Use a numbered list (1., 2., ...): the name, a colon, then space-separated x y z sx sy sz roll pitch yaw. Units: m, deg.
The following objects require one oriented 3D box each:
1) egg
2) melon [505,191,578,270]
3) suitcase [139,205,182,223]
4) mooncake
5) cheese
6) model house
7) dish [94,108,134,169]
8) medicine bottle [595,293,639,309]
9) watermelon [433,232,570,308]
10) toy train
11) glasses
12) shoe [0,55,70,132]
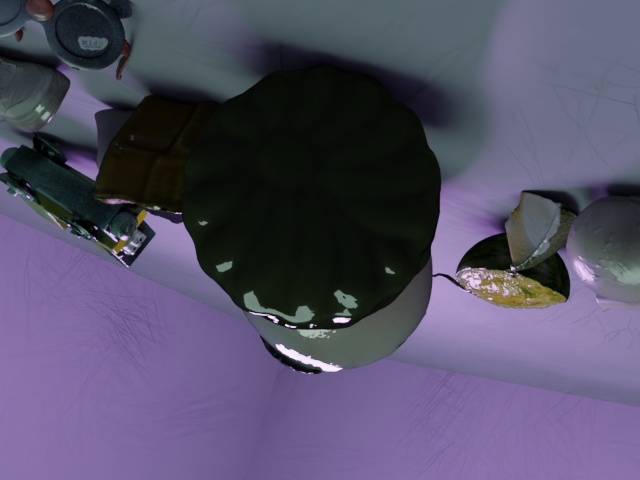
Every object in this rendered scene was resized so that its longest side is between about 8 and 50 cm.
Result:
1. egg: 0.000 0.000 1.529 0.354 0.354 0.340 11 145 27
2. melon: 0.359 -0.007 1.505 0.093 0.139 0.202 36 178 24
3. suitcase: -0.360 -0.110 2.073 0.206 0.066 0.285 24 165 -24
4. mooncake: -0.010 -0.055 1.230 0.356 0.356 0.194 17 171 2
5. cheese: 0.470 0.016 1.354 0.189 0.154 0.198 16 168 29
6. model house: -0.215 -0.128 1.518 0.239 0.268 0.173 11 145 19
7. dish: -0.318 -0.164 1.691 0.077 0.151 0.212 -33 140 25
8. medicine bottle: 0.633 0.105 1.702 0.059 0.059 0.231 26 165 -33
9. watermelon: 0.359 0.051 1.679 0.204 0.127 0.232 22 164 -22
10. toy train: -0.550 -0.086 2.055 0.397 0.160 0.253 29 163 24
11. glasses: -0.384 -0.322 1.318 0.234 0.118 0.268 17 -173 -8
12. shoe: -0.573 -0.278 1.564 0.316 0.124 0.159 4 155 44
